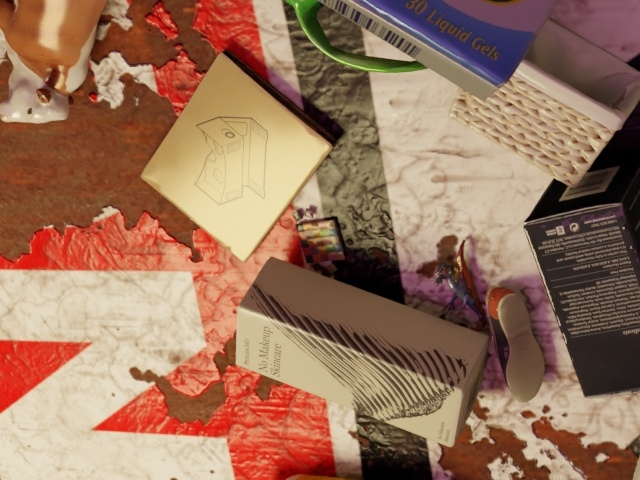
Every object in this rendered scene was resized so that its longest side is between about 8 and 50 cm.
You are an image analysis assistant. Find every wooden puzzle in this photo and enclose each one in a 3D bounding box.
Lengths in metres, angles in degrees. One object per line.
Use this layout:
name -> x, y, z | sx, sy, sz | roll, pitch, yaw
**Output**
wooden puzzle -> 0.000, 0.000, 1.840 | 0.049, 0.006, 0.083 | -6, 111, 26

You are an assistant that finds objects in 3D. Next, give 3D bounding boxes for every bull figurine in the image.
bull figurine -> -0.308, -0.276, 1.786 | 0.188, 0.101, 0.310 | 39, 123, 5

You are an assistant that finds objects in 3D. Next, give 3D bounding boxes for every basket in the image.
basket -> 0.225, -0.146, 1.611 | 0.167, 0.113, 0.103 | 32, 126, 7

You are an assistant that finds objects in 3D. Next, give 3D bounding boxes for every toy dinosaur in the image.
toy dinosaur -> 0.163, 0.060, 1.780 | 0.082, 0.047, 0.090 | 34, 113, -17

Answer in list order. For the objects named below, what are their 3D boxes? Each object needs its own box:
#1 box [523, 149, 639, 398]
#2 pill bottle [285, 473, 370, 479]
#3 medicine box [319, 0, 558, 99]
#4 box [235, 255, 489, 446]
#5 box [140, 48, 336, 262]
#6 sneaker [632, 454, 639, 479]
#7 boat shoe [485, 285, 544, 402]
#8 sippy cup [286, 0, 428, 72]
box -> 0.304, 0.033, 1.636 | 0.108, 0.153, 0.207 | -12, 108, 28
pill bottle -> 0.009, 0.344, 1.936 | 0.208, 0.117, 0.118 | 1, 114, 23
medicine box -> 0.108, -0.310, 1.355 | 0.263, 0.149, 0.289 | 31, 90, -2
box -> 0.045, 0.125, 1.815 | 0.275, 0.094, 0.113 | 19, 137, 15
box -> -0.097, -0.094, 1.829 | 0.164, 0.021, 0.201 | 39, 124, 2
sneaker -> 0.413, 0.322, 1.768 | 0.161, 0.102, 0.282 | 13, 129, 14
boat shoe -> 0.213, 0.115, 1.782 | 0.043, 0.049, 0.137 | 30, 139, 61
sippy cup -> 0.088, -0.330, 1.528 | 0.224, 0.240, 0.306 | 6, 134, 9
